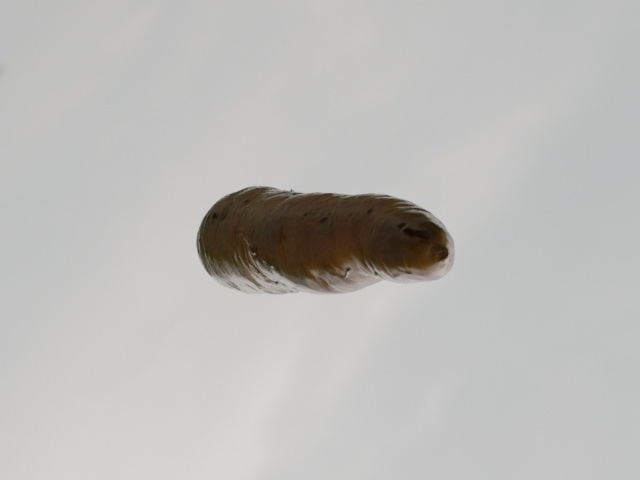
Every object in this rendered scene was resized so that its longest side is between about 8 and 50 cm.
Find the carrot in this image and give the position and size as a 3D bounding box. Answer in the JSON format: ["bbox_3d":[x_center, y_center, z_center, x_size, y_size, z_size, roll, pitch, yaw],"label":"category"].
[{"bbox_3d":[-0.001,0.001,0.565,0.035,0.035,0.165,-45,-165,-14],"label":"carrot"}]
